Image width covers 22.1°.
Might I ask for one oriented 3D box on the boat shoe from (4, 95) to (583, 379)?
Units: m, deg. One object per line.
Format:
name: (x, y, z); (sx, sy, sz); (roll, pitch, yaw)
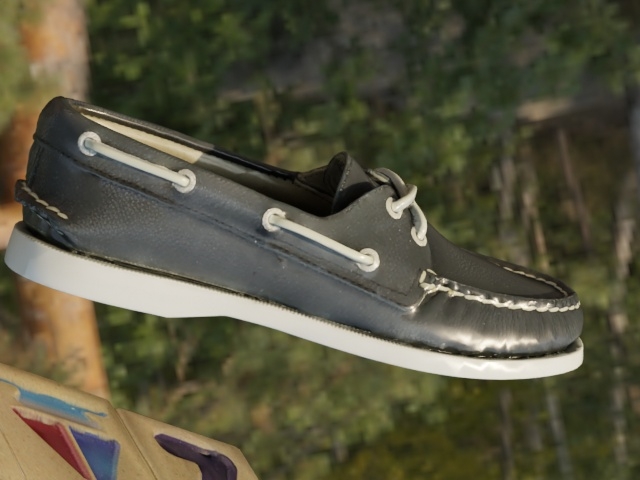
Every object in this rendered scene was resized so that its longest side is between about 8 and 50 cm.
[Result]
boat shoe: (0.000, 0.000, 0.816); (0.303, 0.091, 0.114); (10, -168, -18)

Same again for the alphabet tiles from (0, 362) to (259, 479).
alphabet tiles: (-0.005, 0.141, 0.352); (0.285, 0.342, 0.011); (27, 108, -45)
